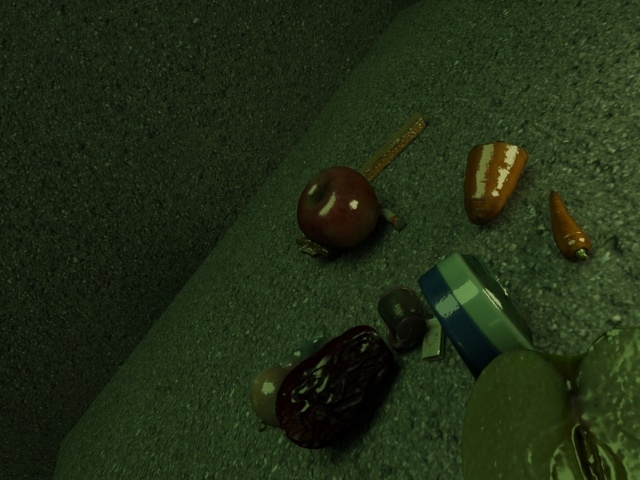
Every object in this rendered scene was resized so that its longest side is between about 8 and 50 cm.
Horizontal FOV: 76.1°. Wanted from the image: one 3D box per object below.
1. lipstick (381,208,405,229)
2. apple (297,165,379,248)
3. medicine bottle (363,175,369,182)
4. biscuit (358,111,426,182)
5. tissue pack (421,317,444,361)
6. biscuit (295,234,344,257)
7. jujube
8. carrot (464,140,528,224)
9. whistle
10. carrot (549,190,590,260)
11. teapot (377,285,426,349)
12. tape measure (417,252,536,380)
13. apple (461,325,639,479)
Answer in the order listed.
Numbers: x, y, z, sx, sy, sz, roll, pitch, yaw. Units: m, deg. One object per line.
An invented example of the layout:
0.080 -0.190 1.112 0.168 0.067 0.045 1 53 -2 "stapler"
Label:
0.262 -0.079 1.481 0.038 0.038 0.130 -47 26 6 "lipstick"
0.073 -0.113 1.557 0.345 0.269 0.344 -29 41 30 "apple"
0.068 -0.178 1.831 0.352 0.110 0.110 -32 31 32 "medicine bottle"
0.316 -0.409 1.814 0.378 0.054 0.094 -45 25 10 "biscuit"
0.285 0.248 1.030 0.056 0.023 0.108 -27 34 43 "tissue pack"
-0.001 -0.002 1.673 0.216 0.034 0.182 -2 44 14 "biscuit"
0.041 0.372 1.072 0.342 0.216 0.216 -45 26 -4 "jujube"
0.474 -0.148 1.139 0.159 0.159 0.224 -6 60 55 "carrot"
-0.093 0.417 1.245 0.189 0.189 0.347 -10 35 52 "whistle"
0.562 -0.045 0.951 0.061 0.061 0.256 -32 29 32 "carrot"
0.211 0.210 1.086 0.148 0.116 0.146 -46 23 13 "teapot"
0.324 0.152 0.856 0.138 0.262 0.259 -33 30 11 "tape measure"
0.366 0.310 0.541 0.312 0.320 0.360 4 55 12 "apple"
